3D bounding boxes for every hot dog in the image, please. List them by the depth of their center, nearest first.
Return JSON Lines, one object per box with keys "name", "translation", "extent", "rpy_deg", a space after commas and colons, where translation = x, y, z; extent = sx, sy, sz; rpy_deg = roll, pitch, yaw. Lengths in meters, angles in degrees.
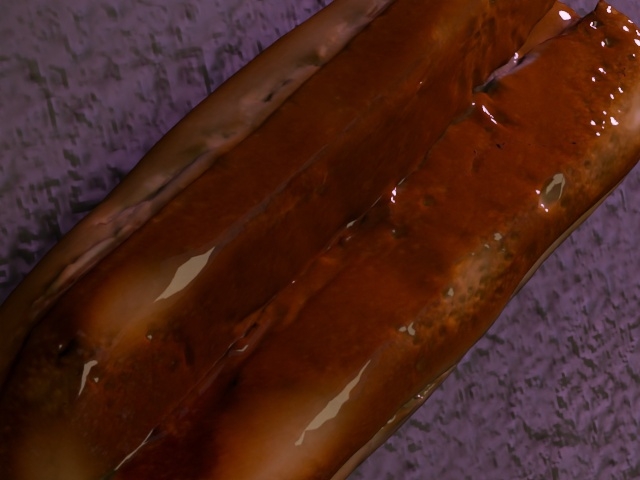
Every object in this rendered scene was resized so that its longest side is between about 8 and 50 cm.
{"name": "hot dog", "translation": [0.000, 0.000, 0.477], "extent": [0.337, 0.100, 0.135], "rpy_deg": [-45, 104, -28]}
